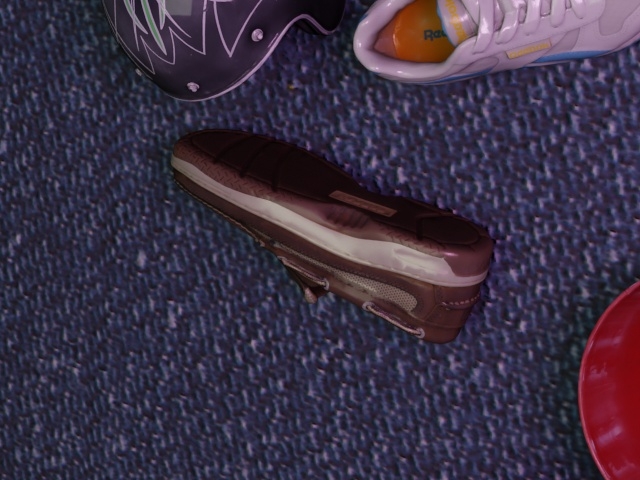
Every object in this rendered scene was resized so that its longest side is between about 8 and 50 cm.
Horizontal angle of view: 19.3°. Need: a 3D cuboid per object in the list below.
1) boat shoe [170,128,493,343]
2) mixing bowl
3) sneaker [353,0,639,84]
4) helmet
[{"bbox_3d":[-0.004,0.002,1.351,0.257,0.095,0.095,25,119,28],"label":"boat shoe"},{"bbox_3d":[0.264,0.094,1.181,0.181,0.098,0.181,9,105,33],"label":"mixing bowl"},{"bbox_3d":[0.129,-0.149,1.227,0.229,0.092,0.087,-18,88,34],"label":"sneaker"},{"bbox_3d":[-0.076,-0.185,1.315,0.169,0.161,0.169,8,104,33],"label":"helmet"}]
